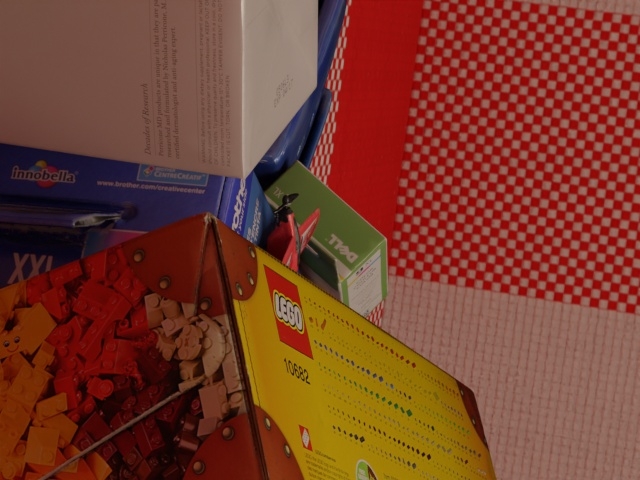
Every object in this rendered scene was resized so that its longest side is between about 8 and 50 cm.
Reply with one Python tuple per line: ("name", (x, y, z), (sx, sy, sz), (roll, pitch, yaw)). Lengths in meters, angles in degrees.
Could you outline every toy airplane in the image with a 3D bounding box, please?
("toy airplane", (-0.028, 0.033, 1.365), (0.151, 0.028, 0.151), (6, 90, -78))

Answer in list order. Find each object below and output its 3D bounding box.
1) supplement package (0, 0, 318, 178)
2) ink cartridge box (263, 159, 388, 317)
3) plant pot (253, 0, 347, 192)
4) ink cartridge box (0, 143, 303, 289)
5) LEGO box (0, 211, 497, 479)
("supplement package", (-0.164, -0.175, 1.265), (0.177, 0.292, 0.175), (-58, 153, -58))
("ink cartridge box", (0.000, 0.000, 1.533), (0.062, 0.109, 0.209), (-44, 163, -12))
("plant pot", (-0.112, -0.127, 1.654), (0.212, 0.235, 0.236), (89, 16, -58))
("ink cartridge box", (-0.176, 0.027, 1.391), (0.395, 0.270, 0.151), (69, 28, -64))
("LEGO box", (-0.113, 0.195, 1.275), (0.500, 0.372, 0.193), (37, 37, -61))
